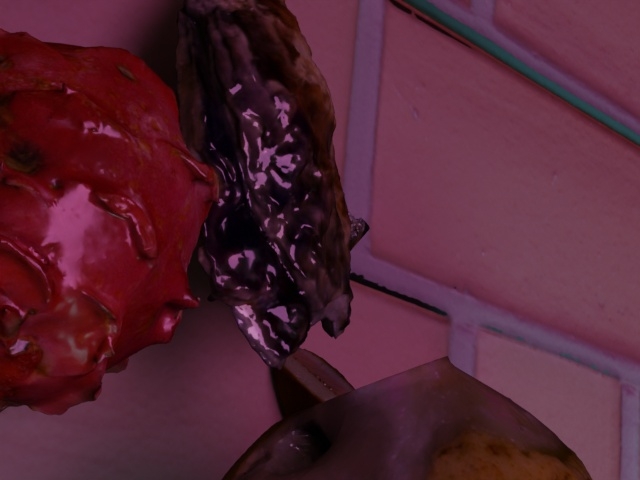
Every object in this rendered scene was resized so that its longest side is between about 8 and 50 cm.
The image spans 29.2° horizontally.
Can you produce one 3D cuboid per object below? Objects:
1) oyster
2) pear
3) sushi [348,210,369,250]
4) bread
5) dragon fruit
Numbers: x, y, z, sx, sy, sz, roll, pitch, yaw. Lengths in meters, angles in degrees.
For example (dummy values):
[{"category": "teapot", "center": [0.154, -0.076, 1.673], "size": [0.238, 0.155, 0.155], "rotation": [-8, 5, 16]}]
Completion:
[{"category": "oyster", "center": [-0.033, -0.058, 0.869], "size": [0.275, 0.100, 0.271], "rotation": [-91, 165, -65]}, {"category": "pear", "center": [0.055, 0.201, 0.688], "size": [0.271, 0.271, 0.271], "rotation": [12, 72, -43]}, {"category": "sushi", "center": [0.000, 0.000, 0.997], "size": [0.046, 0.044, 0.083], "rotation": [44, 48, -2]}, {"category": "bread", "center": [0.004, 0.131, 0.948], "size": [0.043, 0.062, 0.109], "rotation": [-19, 91, -45]}, {"category": "dragon fruit", "center": [-0.164, -0.025, 0.726], "size": [0.268, 0.210, 0.205], "rotation": [-100, -178, -50]}]
